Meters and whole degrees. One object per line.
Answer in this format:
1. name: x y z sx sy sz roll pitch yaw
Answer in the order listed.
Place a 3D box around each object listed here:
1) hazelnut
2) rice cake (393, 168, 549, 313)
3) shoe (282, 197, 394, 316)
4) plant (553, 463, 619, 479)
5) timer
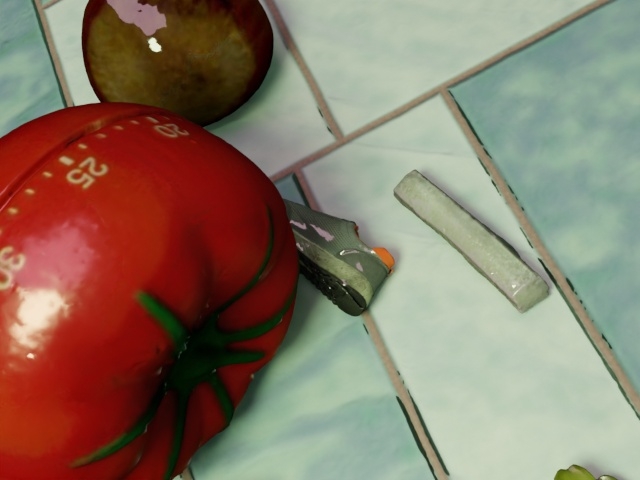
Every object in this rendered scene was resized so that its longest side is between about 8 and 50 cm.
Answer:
1. hazelnut: -0.171 -0.242 1.078 0.229 0.229 0.229 -8 63 16
2. rice cake: 0.156 -0.002 0.931 0.047 0.036 0.206 -50 60 6
3. shoe: -0.001 -0.001 0.970 0.077 0.074 0.194 -41 61 -16
4. plant: 0.279 0.314 0.651 0.305 0.297 0.261 -23 90 -10
5. timer: -0.202 0.058 0.828 0.279 0.378 0.378 27 77 21
